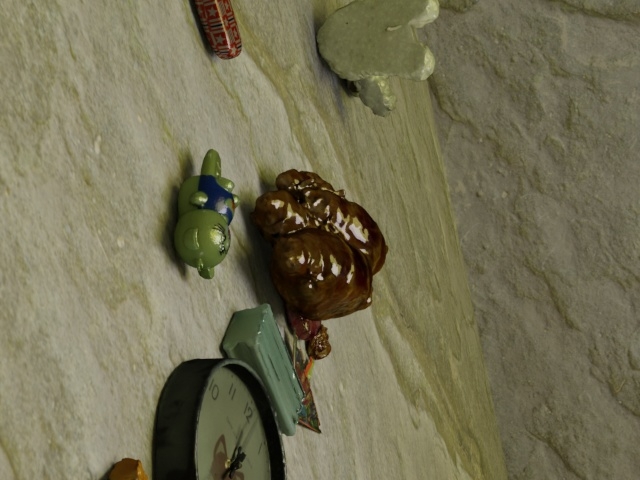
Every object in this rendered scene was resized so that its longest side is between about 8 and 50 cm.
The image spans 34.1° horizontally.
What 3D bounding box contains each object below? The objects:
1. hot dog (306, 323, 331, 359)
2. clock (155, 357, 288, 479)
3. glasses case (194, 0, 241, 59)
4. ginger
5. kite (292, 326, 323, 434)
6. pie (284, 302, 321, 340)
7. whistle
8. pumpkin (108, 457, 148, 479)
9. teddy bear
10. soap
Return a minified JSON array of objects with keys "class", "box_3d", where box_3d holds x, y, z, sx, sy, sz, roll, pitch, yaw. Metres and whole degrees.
[{"class":"hot dog","box_3d":[-0.002,0.196,2.026,0.083,0.035,0.058,-63,143,-61]},{"class":"clock","box_3d":[-0.136,0.327,1.500,0.325,0.067,0.324,-10,90,-71]},{"class":"glasses case","box_3d":[-0.185,-0.401,1.769,0.073,0.049,0.194,-53,131,-64]},{"class":"ginger","box_3d":[0.000,0.006,1.873,0.274,0.153,0.357,63,25,-15]},{"class":"kite","box_3d":[-0.032,0.279,1.923,0.183,0.014,0.241,-69,147,-57]},{"class":"pie","box_3d":[-0.034,0.113,1.973,0.154,0.036,0.154,-10,90,-72]},{"class":"whistle","box_3d":[-0.170,-0.045,1.568,0.105,0.085,0.227,73,17,-49]},{"class":"pumpkin","box_3d":[-0.228,0.307,1.254,0.083,0.054,0.074,-110,179,-79]},{"class":"teddy bear","box_3d":[0.177,-0.455,2.483,0.362,0.376,0.327,7,86,-57]},{"class":"soap","box_3d":[-0.090,0.214,1.704,0.114,0.063,0.198,-72,147,-58]}]
